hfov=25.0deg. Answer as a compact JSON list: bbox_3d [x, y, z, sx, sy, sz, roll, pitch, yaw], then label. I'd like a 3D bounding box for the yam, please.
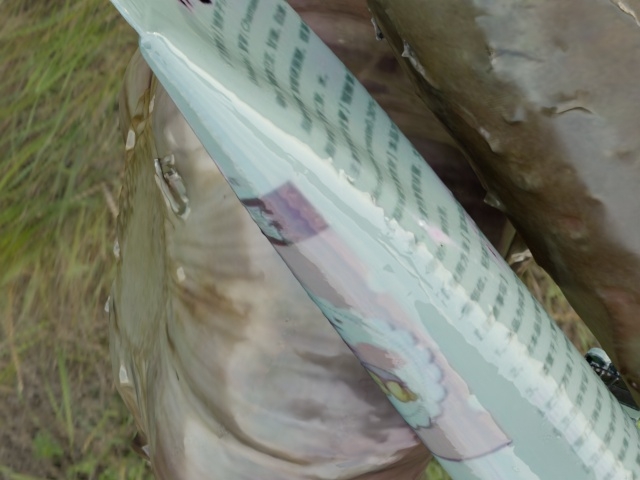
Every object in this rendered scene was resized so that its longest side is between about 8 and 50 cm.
[{"bbox_3d":[0.103,-0.046,0.440,0.128,0.129,0.238,-42,120,-9],"label":"yam"}]

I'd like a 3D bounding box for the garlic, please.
[{"bbox_3d":[0.000,0.000,0.577,0.161,0.245,0.244,-4,114,-19],"label":"garlic"}]

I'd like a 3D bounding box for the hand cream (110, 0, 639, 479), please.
[{"bbox_3d":[0.044,0.028,0.417,0.058,0.085,0.331,-25,123,19],"label":"hand cream"}]

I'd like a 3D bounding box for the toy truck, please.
[{"bbox_3d":[0.317,0.185,1.480,0.077,0.169,0.100,-39,135,-34],"label":"toy truck"}]
